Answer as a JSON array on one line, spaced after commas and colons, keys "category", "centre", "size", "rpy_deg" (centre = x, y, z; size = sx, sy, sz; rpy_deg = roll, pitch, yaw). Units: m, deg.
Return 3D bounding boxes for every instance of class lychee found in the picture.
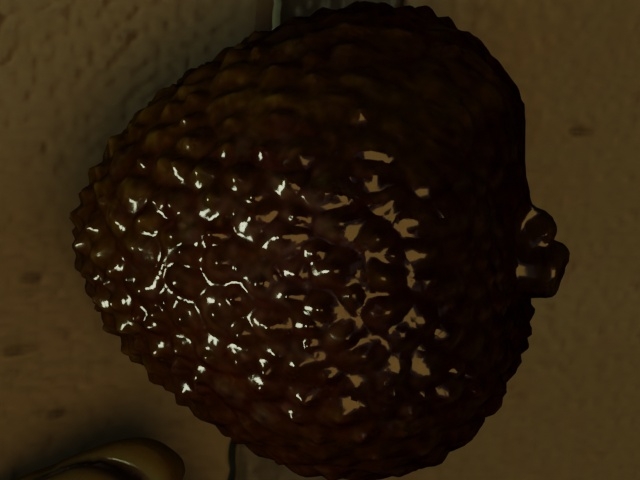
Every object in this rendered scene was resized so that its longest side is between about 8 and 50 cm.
[{"category": "lychee", "centre": [0.005, 0.004, 0.686], "size": [0.194, 0.194, 0.194], "rpy_deg": [-4, 108, -13]}]

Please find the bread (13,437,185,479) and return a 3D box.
[{"category": "bread", "centre": [-0.077, 0.197, 0.780], "size": [0.134, 0.081, 0.225], "rpy_deg": [-24, 113, 0]}]
